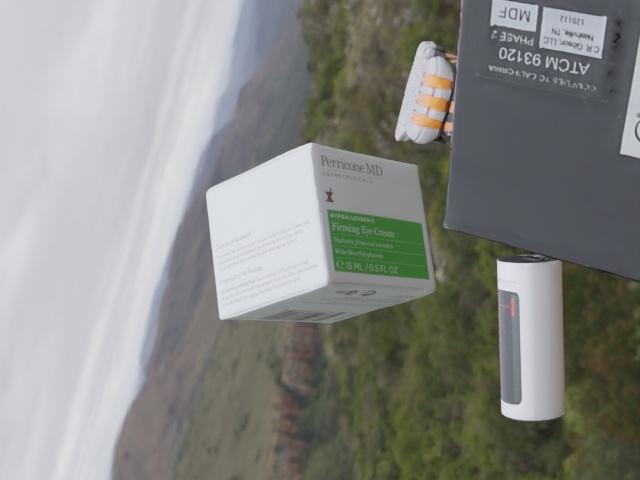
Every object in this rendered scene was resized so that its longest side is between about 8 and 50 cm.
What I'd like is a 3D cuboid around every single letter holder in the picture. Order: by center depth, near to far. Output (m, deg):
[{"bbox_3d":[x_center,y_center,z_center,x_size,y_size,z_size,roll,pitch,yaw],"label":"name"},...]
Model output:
[{"bbox_3d":[0.243,-0.070,0.474,0.214,0.302,0.152,-32,-49,-48],"label":"letter holder"}]

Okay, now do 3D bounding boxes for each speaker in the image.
[{"bbox_3d":[0.178,0.080,0.875,0.055,0.055,0.136,-134,41,-81],"label":"speaker"}]

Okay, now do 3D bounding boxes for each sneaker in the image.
[{"bbox_3d":[0.188,-0.146,1.196,0.321,0.180,0.124,-86,10,-74],"label":"sneaker"}]

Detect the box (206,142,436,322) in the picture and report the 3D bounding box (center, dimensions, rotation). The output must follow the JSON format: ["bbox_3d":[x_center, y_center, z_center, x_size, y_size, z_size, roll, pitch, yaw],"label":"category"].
[{"bbox_3d":[0.000,0.000,0.648,0.102,0.101,0.087,-21,70,42],"label":"box"}]
